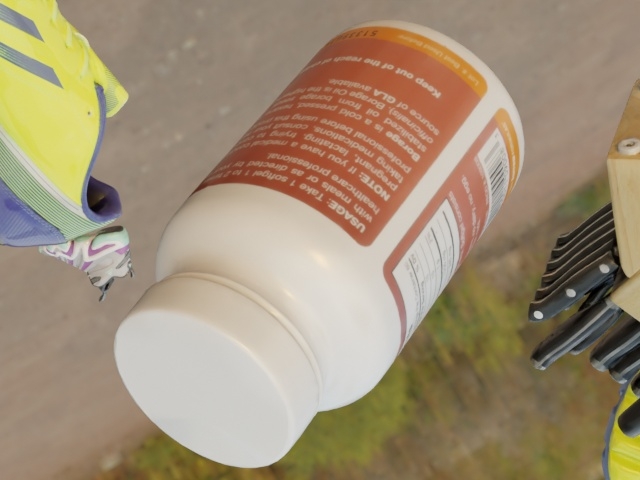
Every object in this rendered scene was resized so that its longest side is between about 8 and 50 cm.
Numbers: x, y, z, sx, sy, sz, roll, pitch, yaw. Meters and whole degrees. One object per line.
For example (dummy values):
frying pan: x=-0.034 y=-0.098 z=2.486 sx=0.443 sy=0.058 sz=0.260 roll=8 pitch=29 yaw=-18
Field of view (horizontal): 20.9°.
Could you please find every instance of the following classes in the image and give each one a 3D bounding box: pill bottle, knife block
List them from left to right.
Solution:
pill bottle: x=0.000 y=0.000 z=0.808 sx=0.216 sy=0.121 sz=0.121 roll=-51 pitch=-176 yaw=-40
knife block: x=0.259 y=0.023 z=1.044 sx=0.275 sy=0.242 sz=0.088 roll=2 pitch=-141 yaw=24

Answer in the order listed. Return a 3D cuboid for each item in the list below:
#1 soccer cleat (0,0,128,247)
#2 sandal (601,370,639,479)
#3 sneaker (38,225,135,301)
soccer cleat: x=-0.186 y=-0.117 z=1.095 sx=0.121 sy=0.093 sz=0.289 roll=-7 pitch=131 yaw=-4
sandal: x=0.311 y=0.062 z=1.289 sx=0.317 sy=0.126 sz=0.138 roll=-59 pitch=-179 yaw=3
sneaker: x=-0.220 y=0.025 z=1.639 sx=0.098 sy=0.069 sz=0.038 roll=-4 pitch=-163 yaw=30
